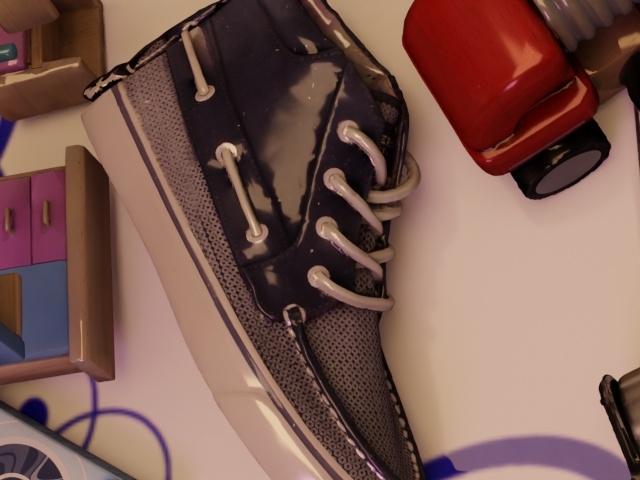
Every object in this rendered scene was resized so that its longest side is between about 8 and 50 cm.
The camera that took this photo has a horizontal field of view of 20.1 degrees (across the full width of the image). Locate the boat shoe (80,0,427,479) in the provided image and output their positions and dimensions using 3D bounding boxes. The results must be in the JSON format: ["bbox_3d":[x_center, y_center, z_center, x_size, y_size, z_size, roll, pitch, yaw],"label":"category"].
[{"bbox_3d":[0.000,0.000,1.012,0.158,0.127,0.340,-38,69,16],"label":"boat shoe"}]

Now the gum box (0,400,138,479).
[{"bbox_3d":[-0.191,0.189,1.086,0.184,0.041,0.157,26,87,23],"label":"gum box"}]

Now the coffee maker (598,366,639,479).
[{"bbox_3d":[0.257,0.111,0.923,0.178,0.120,0.171,-26,95,14],"label":"coffee maker"}]

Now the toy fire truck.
[{"bbox_3d":[0.149,-0.125,0.924,0.217,0.246,0.158,-33,70,10],"label":"toy fire truck"}]

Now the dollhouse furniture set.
[{"bbox_3d":[-0.259,-0.059,0.995,0.198,0.303,0.286,-9,69,11],"label":"dollhouse furniture set"}]
